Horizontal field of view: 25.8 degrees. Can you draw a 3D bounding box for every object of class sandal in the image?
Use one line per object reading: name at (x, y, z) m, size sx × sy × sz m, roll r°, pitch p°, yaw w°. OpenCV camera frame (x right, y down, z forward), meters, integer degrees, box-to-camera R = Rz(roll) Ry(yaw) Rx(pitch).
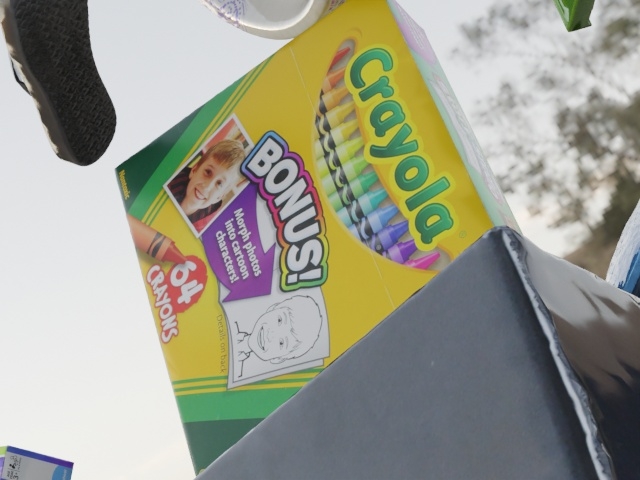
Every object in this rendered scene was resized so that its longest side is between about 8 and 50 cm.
sandal at (-0.248, -0.169, 1.251) m, size 0.097 × 0.054 × 0.254 m, roll -52°, pitch -30°, yaw -36°

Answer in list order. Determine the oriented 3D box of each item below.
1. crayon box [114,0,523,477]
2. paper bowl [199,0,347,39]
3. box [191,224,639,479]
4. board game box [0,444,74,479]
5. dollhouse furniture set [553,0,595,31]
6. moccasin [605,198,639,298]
crayon box at (0.000, 0.000, 1.211) m, size 0.313 × 0.363 × 0.106 m, roll -35°, pitch -39°, yaw 18°
paper bowl at (-0.049, -0.345, 1.325) m, size 0.148 × 0.284 × 0.284 m, roll -41°, pitch -5°, yaw -29°
box at (0.124, 0.308, 0.760) m, size 0.472 × 0.297 × 0.480 m, roll 24°, pitch -53°, yaw -36°
board game box at (-0.388, 0.334, 1.351) m, size 0.347 × 0.233 × 0.078 m, roll -15°, pitch -30°, yaw 43°
dollhouse furniture set at (0.215, -0.177, 0.842) m, size 0.152 × 0.076 × 0.058 m, roll -17°, pitch -21°, yaw -5°
moccasin at (0.330, -0.018, 1.188) m, size 0.342 × 0.117 × 0.137 m, roll -45°, pitch -20°, yaw -60°
